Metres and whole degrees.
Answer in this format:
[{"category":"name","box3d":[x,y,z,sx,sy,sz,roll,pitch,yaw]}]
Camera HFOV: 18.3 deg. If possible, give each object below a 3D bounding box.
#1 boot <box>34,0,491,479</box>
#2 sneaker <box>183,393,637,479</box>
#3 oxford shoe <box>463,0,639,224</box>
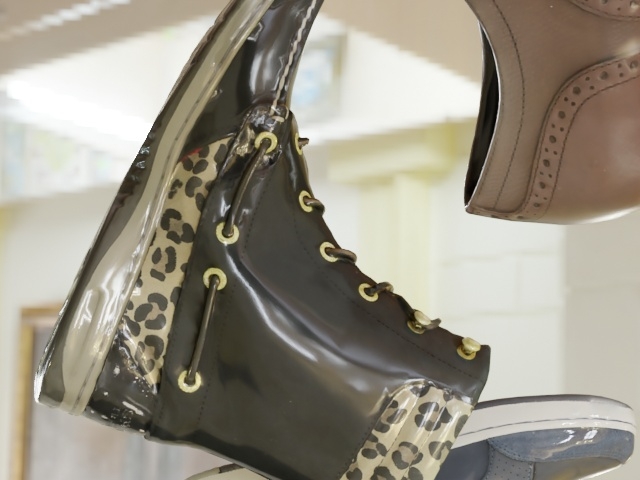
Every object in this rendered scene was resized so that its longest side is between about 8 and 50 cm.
[{"category":"boot","box3d":[-0.001,0.001,0.877,0.179,0.236,0.085,28,172,-6]},{"category":"sneaker","box3d":[0.056,0.169,0.943,0.226,0.163,0.086,-15,159,5]},{"category":"oxford shoe","box3d":[0.067,-0.130,0.602,0.098,0.271,0.097,-9,-164,3]}]
